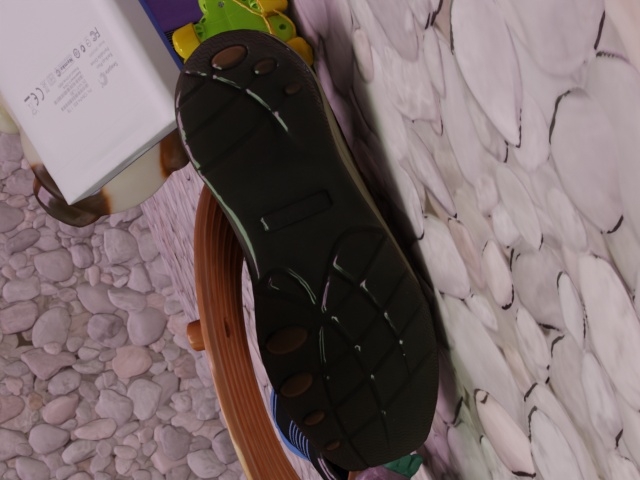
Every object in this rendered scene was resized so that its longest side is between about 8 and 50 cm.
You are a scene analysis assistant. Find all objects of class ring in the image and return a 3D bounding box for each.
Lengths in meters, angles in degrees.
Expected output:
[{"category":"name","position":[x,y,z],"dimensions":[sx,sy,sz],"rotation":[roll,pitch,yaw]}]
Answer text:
[{"category":"ring","position":[-0.024,0.098,0.987],"dimensions":[0.336,0.032,0.336],"rotation":[-16,-90,-74]}]

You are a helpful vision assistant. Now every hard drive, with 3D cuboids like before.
[{"category":"hard drive","position":[-0.244,-0.209,1.113],"dimensions":[0.210,0.040,0.319],"rotation":[-29,92,48]}]

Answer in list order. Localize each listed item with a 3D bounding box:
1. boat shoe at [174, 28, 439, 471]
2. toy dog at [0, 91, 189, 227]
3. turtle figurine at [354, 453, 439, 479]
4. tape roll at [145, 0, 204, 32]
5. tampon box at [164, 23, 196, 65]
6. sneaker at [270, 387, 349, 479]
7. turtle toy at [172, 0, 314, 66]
[{"category":"boat shoe","position":[0.000,0.000,0.904],"dimensions":[0.120,0.122,0.324],"rotation":[-82,-26,-75]},{"category":"toy dog","position":[-0.346,-0.213,1.740],"dimensions":[0.408,0.284,0.395],"rotation":[61,175,32]},{"category":"turtle figurine","position":[0.095,0.282,0.948],"dimensions":[0.175,0.118,0.234],"rotation":[84,167,-54]},{"category":"tape roll","position":[-0.164,-0.323,1.133],"dimensions":[0.275,0.090,0.275],"rotation":[160,90,-79]},{"category":"tampon box","position":[-0.193,-0.217,1.429],"dimensions":[0.120,0.101,0.161],"rotation":[86,160,-57]},{"category":"sneaker","position":[0.015,0.189,1.251],"dimensions":[0.232,0.081,0.090],"rotation":[48,154,45]},{"category":"turtle toy","position":[-0.058,-0.152,0.967],"dimensions":[0.130,0.095,0.066],"rotation":[67,-170,14]}]
